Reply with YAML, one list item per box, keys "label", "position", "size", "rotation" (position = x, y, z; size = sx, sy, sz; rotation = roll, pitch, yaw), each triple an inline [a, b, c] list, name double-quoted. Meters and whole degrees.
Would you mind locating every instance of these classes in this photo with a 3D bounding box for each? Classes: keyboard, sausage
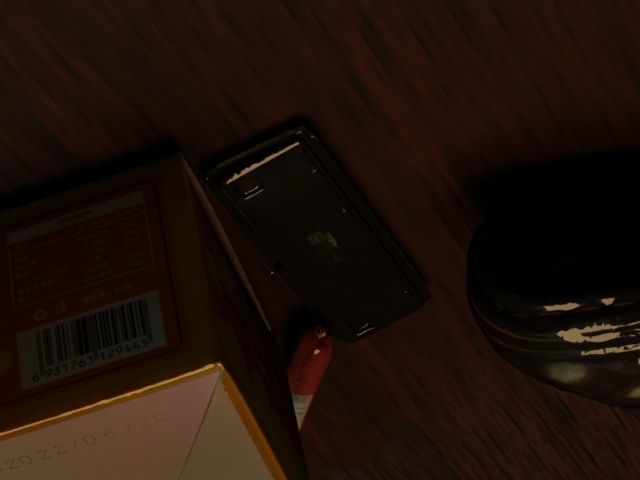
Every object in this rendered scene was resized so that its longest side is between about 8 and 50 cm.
- label: "keyboard"
  position: [0.000, 0.000, 1.432]
  size: [0.094, 0.025, 0.230]
  rotation: [-26, 137, 11]
- label: "sausage"
  position: [-0.028, 0.146, 1.565]
  size: [0.034, 0.034, 0.253]
  rotation: [3, 140, -17]

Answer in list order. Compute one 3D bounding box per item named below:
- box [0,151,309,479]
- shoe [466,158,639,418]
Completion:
- label: "box"
  position: [-0.178, 0.120, 1.378]
  size: [0.284, 0.213, 0.259]
  rotation: [-17, 141, 6]
- label: "shoe"
  position: [0.284, 0.064, 1.466]
  size: [0.384, 0.171, 0.237]
  rotation: [-9, 134, -16]
